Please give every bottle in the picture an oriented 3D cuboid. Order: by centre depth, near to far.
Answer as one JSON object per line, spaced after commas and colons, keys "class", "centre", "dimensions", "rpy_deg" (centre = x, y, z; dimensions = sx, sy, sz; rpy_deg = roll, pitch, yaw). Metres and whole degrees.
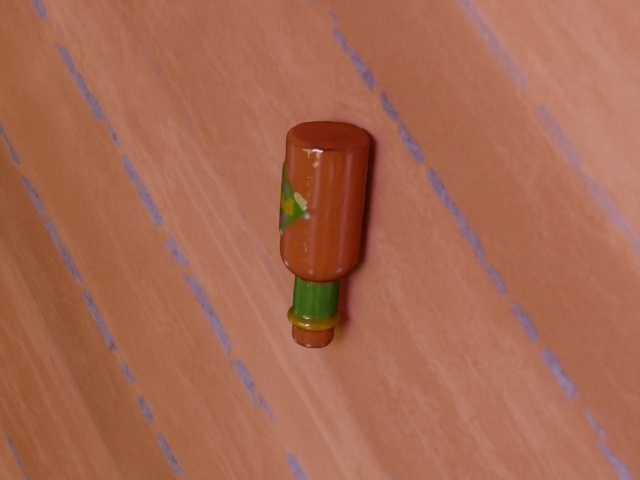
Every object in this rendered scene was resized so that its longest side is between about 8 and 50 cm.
{"class": "bottle", "centre": [0.000, 0.000, 1.086], "dimensions": [0.069, 0.069, 0.187], "rpy_deg": [28, 124, 44]}
